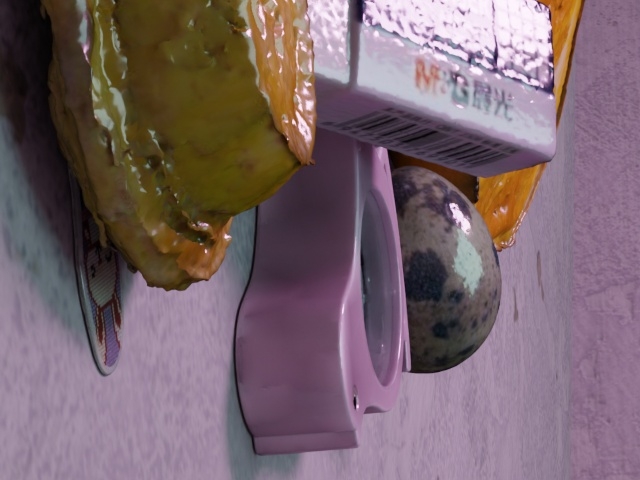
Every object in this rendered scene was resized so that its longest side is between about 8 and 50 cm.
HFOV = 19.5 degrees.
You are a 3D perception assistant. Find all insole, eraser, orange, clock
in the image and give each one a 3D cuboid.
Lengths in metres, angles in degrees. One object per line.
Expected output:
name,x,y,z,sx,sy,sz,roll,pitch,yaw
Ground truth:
insole,-0.125,-0.023,1.017,0.065,0.004,0.197,-43,129,-73
eraser,0.046,-0.137,1.311,0.287,0.086,0.130,13,67,-43
orange,0.175,-0.152,1.818,0.310,0.274,0.274,-43,-148,46
clock,0.000,0.000,1.385,0.275,0.080,0.290,-51,135,-72

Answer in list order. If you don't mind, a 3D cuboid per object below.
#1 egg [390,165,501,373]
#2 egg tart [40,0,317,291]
egg,0.082,0.026,1.593,0.141,0.141,0.182,-58,143,-68
egg tart,-0.074,-0.117,1.021,0.288,0.118,0.288,-8,90,-77
